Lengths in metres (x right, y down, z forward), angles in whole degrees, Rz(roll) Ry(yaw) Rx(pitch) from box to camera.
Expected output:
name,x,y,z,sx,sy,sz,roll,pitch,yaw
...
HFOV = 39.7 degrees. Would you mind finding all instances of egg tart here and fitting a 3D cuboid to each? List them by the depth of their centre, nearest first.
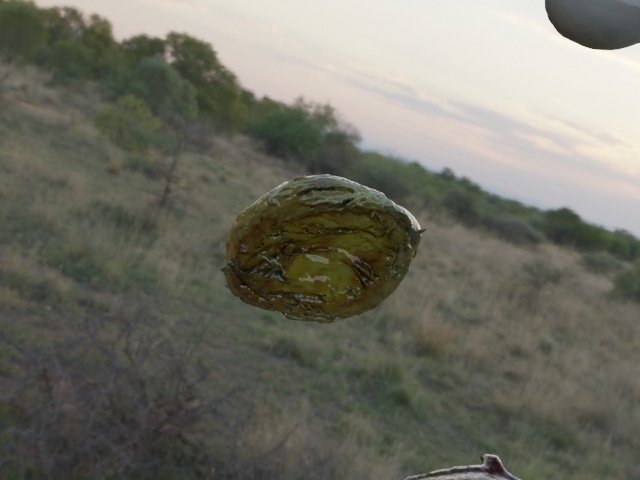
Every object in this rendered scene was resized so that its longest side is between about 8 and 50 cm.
name,x,y,z,sx,sy,sz,roll,pitch,yaw
egg tart,0.000,0.000,1.096,0.252,0.232,0.098,-9,39,-5

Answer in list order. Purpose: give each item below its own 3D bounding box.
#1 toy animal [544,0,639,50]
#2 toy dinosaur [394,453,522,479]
name,x,y,z,sx,sy,sz,roll,pitch,yaw
toy animal,0.316,-0.207,0.654,0.208,0.154,0.325,-23,-1,44
toy dinosaur,0.143,0.238,0.486,0.327,0.113,0.207,25,29,-21
